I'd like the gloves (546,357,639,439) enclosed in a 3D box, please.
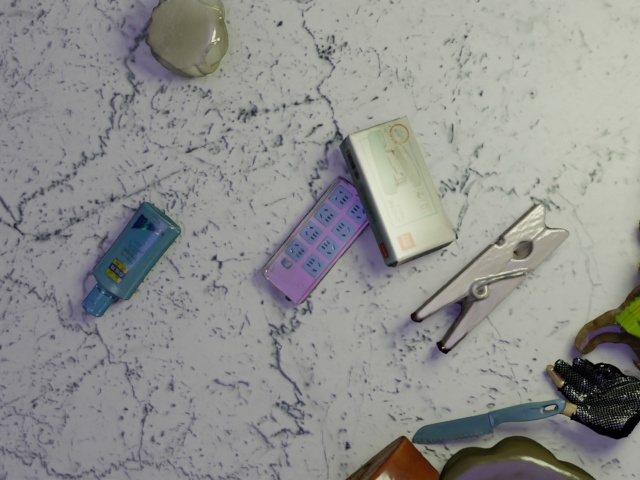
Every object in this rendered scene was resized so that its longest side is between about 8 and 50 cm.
[{"bbox_3d":[0.508,0.282,1.492,0.180,0.106,0.129,33,102,34],"label":"gloves"}]

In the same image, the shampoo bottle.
[{"bbox_3d":[-0.404,0.049,1.666,0.103,0.061,0.258,39,96,9],"label":"shampoo bottle"}]

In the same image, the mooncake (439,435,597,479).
[{"bbox_3d":[0.359,0.549,1.463,0.378,0.201,0.379,-1,85,8],"label":"mooncake"}]

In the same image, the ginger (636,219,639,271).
[{"bbox_3d":[0.653,0.017,1.445,0.157,0.102,0.216,7,63,12],"label":"ginger"}]

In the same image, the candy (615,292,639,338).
[{"bbox_3d":[0.643,0.172,1.383,0.246,0.069,0.149,41,117,2],"label":"candy"}]

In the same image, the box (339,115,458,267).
[{"bbox_3d":[0.149,-0.093,1.539,0.134,0.079,0.270,-20,86,-15],"label":"box"}]

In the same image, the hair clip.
[{"bbox_3d":[0.322,0.069,1.523,0.331,0.085,0.101,-44,85,1],"label":"hair clip"}]

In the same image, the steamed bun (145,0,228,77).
[{"bbox_3d":[-0.265,-0.419,1.624,0.182,0.106,0.183,0,90,14],"label":"steamed bun"}]

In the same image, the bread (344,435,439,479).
[{"bbox_3d":[0.072,0.496,1.456,0.114,0.295,0.327,49,115,8],"label":"bread"}]

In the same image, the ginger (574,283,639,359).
[{"bbox_3d":[0.651,0.171,1.467,0.332,0.080,0.166,16,91,15],"label":"ginger"}]

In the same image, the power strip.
[{"bbox_3d":[0.000,0.000,1.605,0.109,0.037,0.279,40,96,8],"label":"power strip"}]

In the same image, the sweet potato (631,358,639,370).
[{"bbox_3d":[0.665,0.312,1.454,0.067,0.067,0.274,-40,97,8],"label":"sweet potato"}]

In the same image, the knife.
[{"bbox_3d":[0.316,0.348,1.523,0.312,0.019,0.045,-18,80,25],"label":"knife"}]
